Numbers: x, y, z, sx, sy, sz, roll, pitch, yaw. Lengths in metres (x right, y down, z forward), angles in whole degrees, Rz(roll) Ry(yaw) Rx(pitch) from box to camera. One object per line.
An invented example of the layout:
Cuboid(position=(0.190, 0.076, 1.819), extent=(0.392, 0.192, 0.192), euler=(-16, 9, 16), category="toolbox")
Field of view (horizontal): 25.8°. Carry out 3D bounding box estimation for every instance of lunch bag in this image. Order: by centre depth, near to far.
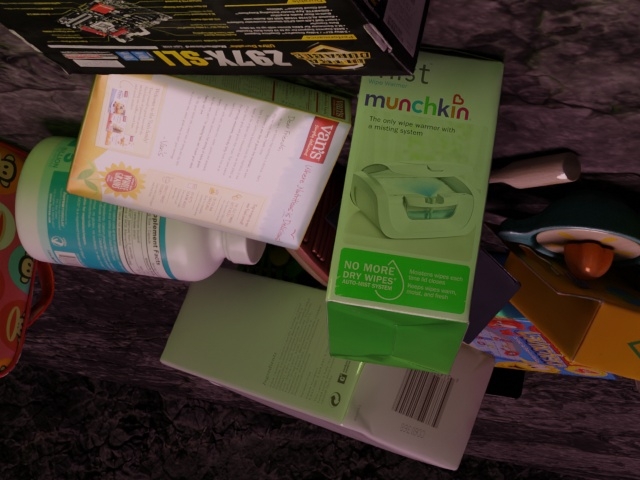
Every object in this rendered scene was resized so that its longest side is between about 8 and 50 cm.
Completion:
Cuboid(position=(-0.426, 0.016, 1.631), extent=(0.258, 0.293, 0.120), euler=(23, 156, -37), category="lunch bag")

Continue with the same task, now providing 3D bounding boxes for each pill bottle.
Cuboid(position=(-0.194, -0.034, 1.562), extent=(0.264, 0.146, 0.146), euler=(7, 165, 13), category="pill bottle")

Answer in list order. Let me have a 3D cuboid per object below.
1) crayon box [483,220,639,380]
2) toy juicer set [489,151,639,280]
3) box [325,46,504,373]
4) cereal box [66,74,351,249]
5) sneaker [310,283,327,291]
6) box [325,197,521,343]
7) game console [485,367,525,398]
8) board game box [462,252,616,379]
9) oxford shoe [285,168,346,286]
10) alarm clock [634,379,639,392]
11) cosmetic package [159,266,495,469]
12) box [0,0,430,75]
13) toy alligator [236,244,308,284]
Cuboid(position=(0.338, 0.083, 1.572), extent=(0.319, 0.081, 0.202), euler=(16, -164, -23), category="crayon box")
Cuboid(position=(0.294, -0.009, 1.424), extent=(0.329, 0.089, 0.209), euler=(16, 165, -17), category="toy juicer set")
Cuboid(position=(0.078, -0.019, 1.260), extent=(0.127, 0.231, 0.262), euler=(9, 165, 4), category="box")
Cuboid(position=(-0.108, -0.090, 1.334), extent=(0.240, 0.047, 0.173), euler=(14, 131, -12), category="cereal box")
Cuboid(position=(0.018, 0.160, 2.171), extent=(0.210, 0.137, 0.366), euler=(1, 158, 33), category="sneaker")
Cuboid(position=(0.111, 0.013, 1.489), extent=(0.158, 0.093, 0.156), euler=(43, -177, 31), category="box")
Cuboid(position=(0.245, 0.171, 2.061), extent=(0.071, 0.122, 0.107), euler=(18, 164, -25), category="game console")
Cuboid(position=(0.229, 0.098, 1.873), extent=(0.302, 0.086, 0.308), euler=(4, 164, 24), category="board game box")
Cuboid(position=(0.000, 0.000, 1.609), extent=(0.130, 0.123, 0.348), euler=(9, 165, 28), category="oxford shoe")
Cuboid(position=(0.477, 0.165, 1.915), extent=(0.129, 0.064, 0.192), euler=(-24, -166, -34), category="alarm clock")
Cuboid(position=(0.001, 0.151, 1.759), extent=(0.217, 0.156, 0.385), euler=(27, 171, -40), category="cosmetic package")
Cuboid(position=(-0.116, -0.203, 1.016), extent=(0.322, 0.079, 0.257), euler=(3, 165, 26), category="box")
Cuboid(position=(-0.050, 0.039, 1.913), extent=(0.190, 0.051, 0.056), euler=(9, 166, 4), category="toy alligator")
